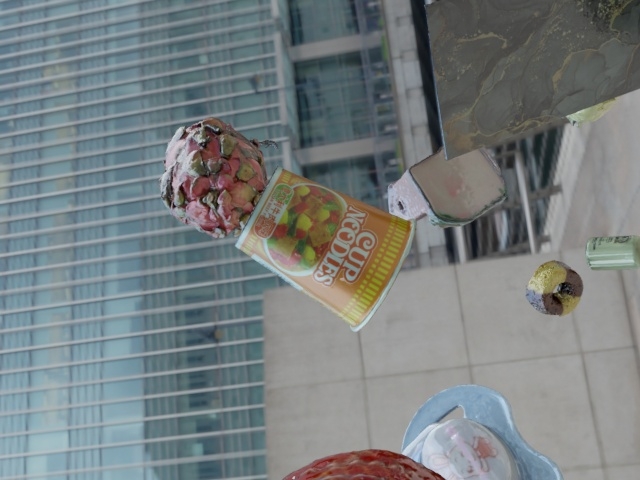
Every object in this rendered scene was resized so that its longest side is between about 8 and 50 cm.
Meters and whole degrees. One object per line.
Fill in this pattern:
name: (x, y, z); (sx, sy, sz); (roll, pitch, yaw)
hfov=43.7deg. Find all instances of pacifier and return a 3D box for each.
pacifier: (0.247, 0.369, 1.197); (0.226, 0.238, 0.287); (33, -166, -44)

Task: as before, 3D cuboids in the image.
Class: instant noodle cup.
instant noodle cup: (0.000, 0.000, 0.996); (0.168, 0.185, 0.168); (-60, 5, 9)

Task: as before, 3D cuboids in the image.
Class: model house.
model house: (0.317, -0.116, 2.090); (0.202, 0.237, 0.237); (55, 157, 4)

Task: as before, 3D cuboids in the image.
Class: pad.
pad: (0.331, -0.273, 1.124); (0.007, 0.368, 0.247); (-115, 7, -52)

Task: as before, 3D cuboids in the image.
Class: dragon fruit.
dragon fruit: (-0.227, -0.130, 1.839); (0.269, 0.250, 0.291); (19, -158, -41)

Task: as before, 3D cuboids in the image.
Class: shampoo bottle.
shampoo bottle: (0.695, 0.028, 1.825); (0.079, 0.162, 0.079); (7, -99, -53)

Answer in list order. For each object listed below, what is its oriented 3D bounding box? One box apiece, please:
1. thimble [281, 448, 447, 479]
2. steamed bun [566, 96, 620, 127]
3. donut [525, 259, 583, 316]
thimble: (0.039, 0.413, 0.817); (0.230, 0.350, 0.350); (-18, -80, -79)
steamed bun: (0.561, -0.390, 1.679); (0.232, 0.166, 0.273); (59, 173, 36)
donut: (0.545, 0.117, 1.843); (0.059, 0.140, 0.140); (35, 142, 59)
